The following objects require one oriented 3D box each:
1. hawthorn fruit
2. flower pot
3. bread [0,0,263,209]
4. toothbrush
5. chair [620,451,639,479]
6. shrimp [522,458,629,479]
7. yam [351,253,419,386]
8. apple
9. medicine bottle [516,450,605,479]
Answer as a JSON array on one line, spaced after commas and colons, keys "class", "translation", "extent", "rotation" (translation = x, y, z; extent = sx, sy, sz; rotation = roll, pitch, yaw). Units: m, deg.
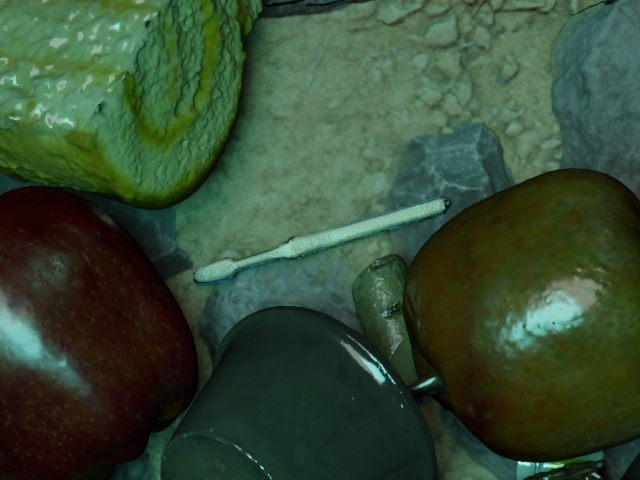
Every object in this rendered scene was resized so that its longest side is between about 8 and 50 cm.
[{"class": "hawthorn fruit", "translation": [0.197, 0.082, 1.250], "extent": [0.301, 0.268, 0.267], "rotation": [-22, 70, 5]}, {"class": "flower pot", "translation": [-0.042, 0.210, 1.242], "extent": [0.269, 0.166, 0.268], "rotation": [18, 121, 33]}, {"class": "bread", "translation": [-0.207, -0.220, 1.437], "extent": [0.239, 0.264, 0.395], "rotation": [10, 66, 28]}, {"class": "toothbrush", "translation": [0.000, 0.000, 1.437], "extent": [0.294, 0.028, 0.026], "rotation": [-16, 92, 8]}, {"class": "chair", "translation": [0.385, 0.251, 1.209], "extent": [0.221, 0.145, 0.140], "rotation": [34, 83, 21]}, {"class": "shrimp", "translation": [0.184, 0.333, 1.242], "extent": [0.290, 0.054, 0.222], "rotation": [-26, 101, -7]}, {"class": "yam", "translation": [0.078, 0.092, 1.370], "extent": [0.070, 0.070, 0.146], "rotation": [-18, 69, 7]}, {"class": "apple", "translation": [-0.283, 0.099, 1.343], "extent": [0.288, 0.288, 0.317], "rotation": [-44, 86, -2]}, {"class": "medicine bottle", "translation": [0.238, 0.224, 1.303], "extent": [0.083, 0.047, 0.047], "rotation": [4, 75, 14]}]
